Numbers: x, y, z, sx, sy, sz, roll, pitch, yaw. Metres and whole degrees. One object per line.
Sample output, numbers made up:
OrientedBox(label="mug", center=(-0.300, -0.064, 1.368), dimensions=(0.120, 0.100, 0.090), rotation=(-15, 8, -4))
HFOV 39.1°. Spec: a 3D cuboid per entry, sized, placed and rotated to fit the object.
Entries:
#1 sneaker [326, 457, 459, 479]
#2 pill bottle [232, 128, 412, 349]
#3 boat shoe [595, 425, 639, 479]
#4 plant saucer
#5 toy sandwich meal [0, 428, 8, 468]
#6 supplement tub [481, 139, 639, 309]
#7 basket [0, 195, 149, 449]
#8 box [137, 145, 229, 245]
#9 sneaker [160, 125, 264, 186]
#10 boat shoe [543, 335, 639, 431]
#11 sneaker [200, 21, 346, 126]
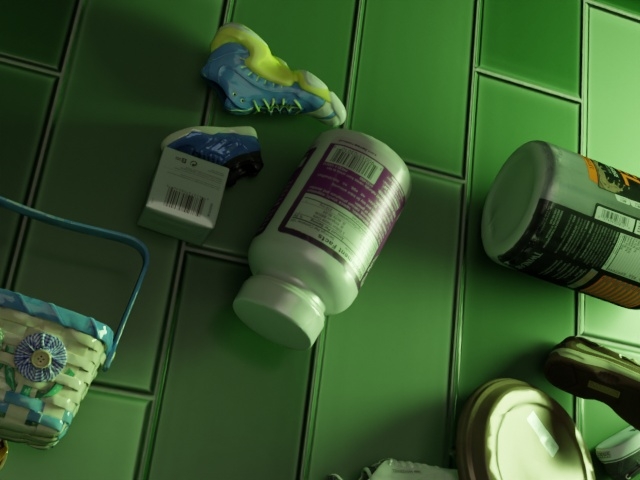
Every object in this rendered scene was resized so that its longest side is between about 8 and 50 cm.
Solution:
OrientedBox(label="sneaker", center=(0.124, 0.348, 1.270), dimensions=(0.235, 0.090, 0.095), rotation=(-9, 66, -23))
OrientedBox(label="pill bottle", center=(0.000, 0.000, 1.294), dimensions=(0.169, 0.169, 0.301), rotation=(33, 65, -6))
OrientedBox(label="boat shoe", center=(0.544, 0.321, 1.431), dimensions=(0.228, 0.080, 0.076), rotation=(-20, 86, -23))
OrientedBox(label="plant saucer", center=(0.311, 0.333, 1.317), dimensions=(0.278, 0.041, 0.278), rotation=(19, 57, -30))
OrientedBox(label="toy sandwich meal", center=(-0.431, 0.262, 1.128), dimensions=(0.086, 0.029, 0.085), rotation=(6, 70, -18))
OrientedBox(label="supplement tub", center=(0.447, -0.013, 1.437), dimensions=(0.338, 0.207, 0.207), rotation=(19, 67, -14))
OrientedBox(label="basket", center=(-0.363, 0.097, 1.114), dimensions=(0.255, 0.201, 0.289), rotation=(16, 61, -15))
OrientedBox(label="box", center=(-0.197, -0.062, 1.289), dimensions=(0.101, 0.087, 0.102), rotation=(19, 66, -13))
OrientedBox(label="sneaker", center=(-0.157, -0.122, 1.340), dimensions=(0.152, 0.058, 0.084), rotation=(-6, 66, -28))
OrientedBox(label="boat shoe", center=(0.484, 0.220, 1.399), dimensions=(0.257, 0.095, 0.095), rotation=(28, 42, 17))
OrientedBox(label="sneaker", center=(-0.082, -0.225, 1.400), dimensions=(0.240, 0.091, 0.126), rotation=(35, 83, -6))
